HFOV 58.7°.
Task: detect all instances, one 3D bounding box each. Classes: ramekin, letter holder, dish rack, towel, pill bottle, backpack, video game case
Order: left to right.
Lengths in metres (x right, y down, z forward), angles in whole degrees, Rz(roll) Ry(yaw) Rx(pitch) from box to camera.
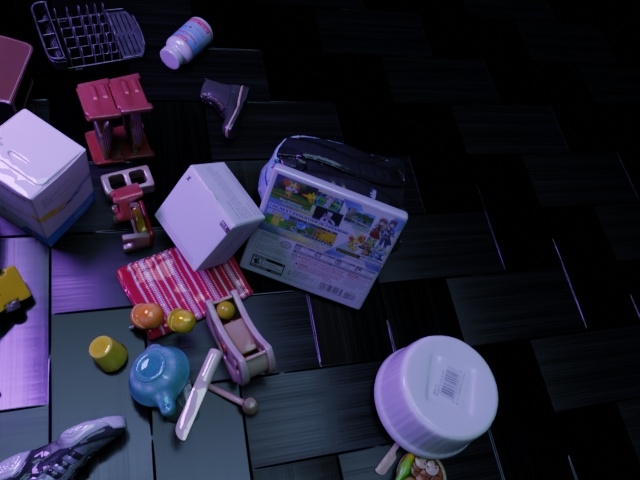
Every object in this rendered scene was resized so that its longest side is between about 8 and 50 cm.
[{"bbox_3d":[-0.873,-0.395,1.396,0.302,0.152,0.214,8,61,-12],"label":"letter holder"},{"bbox_3d":[-0.640,-0.581,1.596,0.272,0.074,0.208,-17,71,-23],"label":"dish rack"},{"bbox_3d":[-0.325,0.100,1.375,0.275,0.031,0.198,-23,74,-25],"label":"towel"},{"bbox_3d":[-0.390,-0.570,1.654,0.087,0.087,0.160,33,60,1],"label":"pill bottle"},{"bbox_3d":[0.000,0.000,1.377,0.329,0.299,0.036,21,32,-5],"label":"video game case"},{"bbox_3d":[0.018,-0.124,1.478,0.356,0.273,0.290,21,61,-30],"label":"backpack"},{"bbox_3d":[0.279,0.359,1.343,0.277,0.135,0.277,9,57,-15],"label":"ramekin"}]

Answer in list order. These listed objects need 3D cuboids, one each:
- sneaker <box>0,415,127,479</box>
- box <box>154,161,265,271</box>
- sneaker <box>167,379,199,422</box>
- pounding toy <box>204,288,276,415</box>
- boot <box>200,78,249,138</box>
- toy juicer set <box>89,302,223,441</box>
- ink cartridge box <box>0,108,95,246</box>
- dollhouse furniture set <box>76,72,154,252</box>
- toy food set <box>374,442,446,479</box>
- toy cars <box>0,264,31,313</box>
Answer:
[{"bbox_3d":[-0.494,0.459,1.113,0.269,0.101,0.153,-23,73,-18],"label":"sneaker"},{"bbox_3d":[-0.260,-0.056,1.334,0.181,0.182,0.119,53,32,12],"label":"box"},{"bbox_3d":[-0.322,0.321,1.251,0.076,0.065,0.166,-17,66,-15],"label":"sneaker"},{"bbox_3d":[-0.202,0.255,1.262,0.155,0.154,0.269,-20,71,-24],"label":"pounding toy"},{"bbox_3d":[-0.286,-0.372,1.603,0.137,0.076,0.197,13,48,-4],"label":"boot"},{"bbox_3d":[-0.318,0.256,1.210,0.329,0.089,0.209,29,65,28],"label":"toy juicer set"},{"bbox_3d":[-0.639,-0.136,1.284,0.171,0.232,0.168,33,61,1],"label":"ink cartridge box"},{"bbox_3d":[-0.457,-0.188,1.381,0.152,0.201,0.374,-17,70,-23],"label":"dollhouse furniture set"},{"bbox_3d":[0.234,0.548,1.308,0.192,0.038,0.132,41,61,6],"label":"toy food set"},{"bbox_3d":[-0.739,0.223,1.159,0.176,0.087,0.393,33,54,-41],"label":"toy cars"}]
